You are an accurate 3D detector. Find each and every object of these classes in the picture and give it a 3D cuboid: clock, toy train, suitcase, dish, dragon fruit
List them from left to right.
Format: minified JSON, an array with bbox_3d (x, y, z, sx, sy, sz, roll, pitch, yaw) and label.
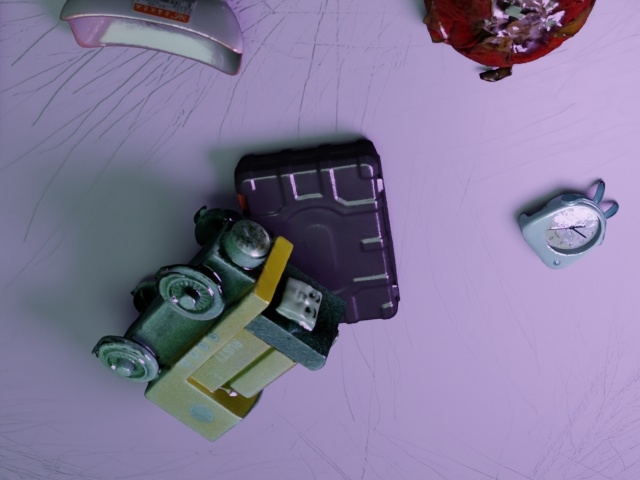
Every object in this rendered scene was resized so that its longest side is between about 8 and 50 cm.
[{"bbox_3d":[-0.194,-0.267,1.088,0.212,0.151,0.077,10,88,-6],"label":"dish"},{"bbox_3d":[-0.145,0.125,1.278,0.253,0.160,0.397,37,132,-12],"label":"toy train"},{"bbox_3d":[0.000,0.000,1.293,0.206,0.066,0.285,-7,123,5],"label":"suitcase"},{"bbox_3d":[0.227,-0.285,1.053,0.218,0.148,0.224,36,117,-22],"label":"dragon fruit"},{"bbox_3d":[0.361,-0.024,1.289,0.135,0.041,0.101,-33,117,19],"label":"clock"}]
